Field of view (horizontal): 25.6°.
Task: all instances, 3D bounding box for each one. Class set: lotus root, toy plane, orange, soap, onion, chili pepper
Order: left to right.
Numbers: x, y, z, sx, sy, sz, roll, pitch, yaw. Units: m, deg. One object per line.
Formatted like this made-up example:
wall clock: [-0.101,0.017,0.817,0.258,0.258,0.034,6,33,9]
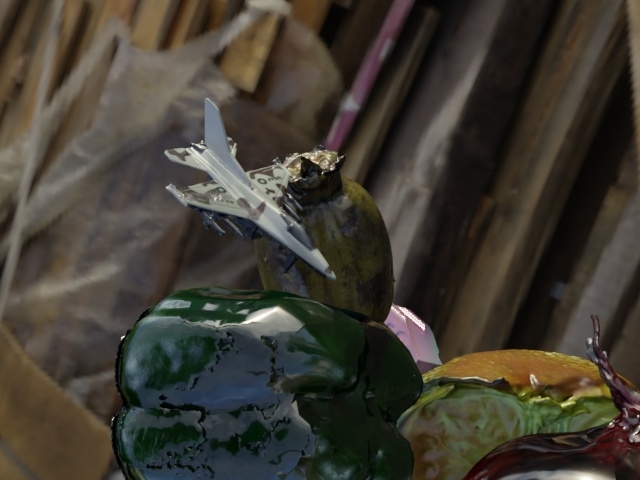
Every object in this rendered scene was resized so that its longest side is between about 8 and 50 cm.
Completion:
toy plane: [-0.068,-0.031,1.411,0.234,0.160,0.082,55,132,17]
chili pepper: [-0.046,0.159,1.317,0.256,0.248,0.233,-1,83,30]
lotus root: [0.000,-0.001,1.565,0.154,0.154,0.278,-130,22,-52]
soap: [0.095,0.140,1.868,0.100,0.056,0.149,-57,44,9]
orange: [0.229,0.255,1.663,0.196,0.334,0.263,-137,46,-73]
onion: [0.226,0.207,1.022,0.273,0.273,0.285,19,100,56]
